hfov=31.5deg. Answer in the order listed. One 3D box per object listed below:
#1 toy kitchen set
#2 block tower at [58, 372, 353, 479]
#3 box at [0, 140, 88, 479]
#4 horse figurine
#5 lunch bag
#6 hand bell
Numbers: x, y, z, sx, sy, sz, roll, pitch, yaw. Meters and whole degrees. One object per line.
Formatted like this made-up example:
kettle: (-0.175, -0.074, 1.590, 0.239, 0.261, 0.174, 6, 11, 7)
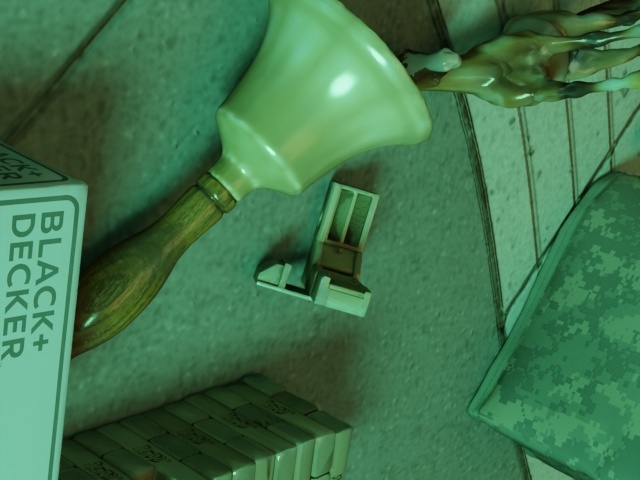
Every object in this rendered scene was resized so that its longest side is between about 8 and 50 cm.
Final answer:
toy kitchen set: (0.000, 0.000, 0.729, 0.068, 0.083, 0.075, 16, 96, -9)
block tower: (-0.119, 0.167, 0.646, 0.335, 0.091, 0.097, -12, 116, -47)
box: (-0.242, 0.050, 0.453, 0.290, 0.087, 0.169, -7, 112, -48)
horse figurine: (0.175, -0.138, 0.812, 0.263, 0.175, 0.066, -34, 115, -52)
lunch bag: (0.306, 0.088, 0.982, 0.169, 0.235, 0.287, 36, 80, -45)
hand bell: (-0.066, -0.021, 0.632, 0.242, 0.126, 0.126, -44, 137, -10)
